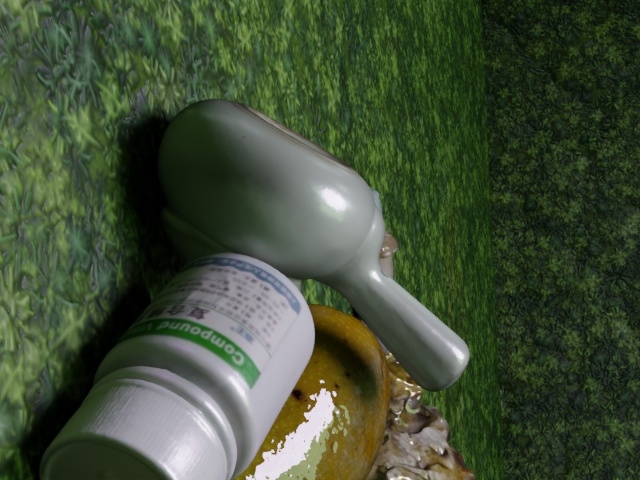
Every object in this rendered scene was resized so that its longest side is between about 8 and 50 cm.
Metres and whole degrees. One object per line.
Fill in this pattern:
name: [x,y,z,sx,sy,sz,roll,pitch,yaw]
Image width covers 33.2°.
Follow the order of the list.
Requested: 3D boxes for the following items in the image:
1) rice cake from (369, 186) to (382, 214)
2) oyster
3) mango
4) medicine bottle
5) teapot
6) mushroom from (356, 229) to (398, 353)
rice cake: [0.085,0.039,1.617,0.045,0.042,0.245,-44,128,-53]
oyster: [0.118,0.281,1.344,0.238,0.115,0.351,56,13,-5]
mango: [-0.029,0.182,1.003,0.176,0.175,0.329,36,32,-8]
medicine bottle: [-0.103,0.120,0.813,0.237,0.139,0.139,-55,138,-54]
teapot: [-0.009,0.001,0.943,0.149,0.318,0.220,-59,157,9]
mushroom: [0.084,0.089,1.542,0.092,0.081,0.223,118,-35,-84]
